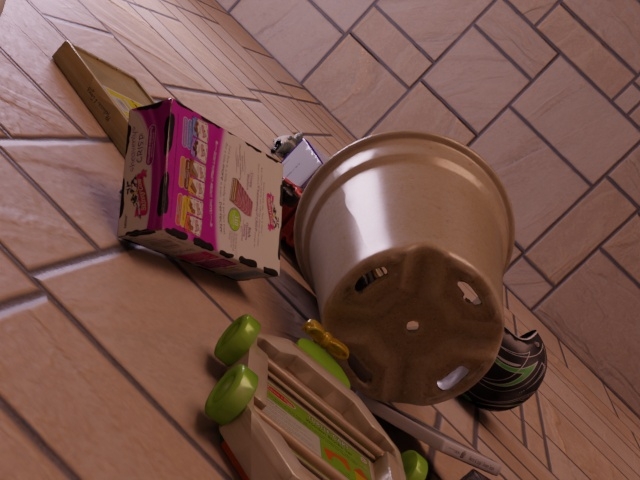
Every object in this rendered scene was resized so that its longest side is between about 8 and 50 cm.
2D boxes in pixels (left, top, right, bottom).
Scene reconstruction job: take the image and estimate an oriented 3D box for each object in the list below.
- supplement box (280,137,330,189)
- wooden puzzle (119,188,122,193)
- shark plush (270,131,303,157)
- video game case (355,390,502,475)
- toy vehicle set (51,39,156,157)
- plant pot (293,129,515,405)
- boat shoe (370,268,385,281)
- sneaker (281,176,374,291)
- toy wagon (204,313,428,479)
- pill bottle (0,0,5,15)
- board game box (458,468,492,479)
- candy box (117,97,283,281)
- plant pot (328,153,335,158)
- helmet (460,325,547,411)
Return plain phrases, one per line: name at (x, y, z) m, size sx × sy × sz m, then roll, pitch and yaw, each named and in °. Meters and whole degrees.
supplement box at (0.019, -0.086, 1.806) m, size 0.220 × 0.111 × 0.114 m, roll 34°, pitch 16°, yaw -38°
wooden puzzle at (-0.206, -0.042, 1.155) m, size 0.078 × 0.014 × 0.116 m, roll 46°, pitch 13°, yaw 11°
shark plush at (-0.072, -0.211, 2.079) m, size 0.161 × 0.073 × 0.067 m, roll -31°, pitch 106°, yaw -82°
video game case at (0.136, 0.247, 1.154) m, size 0.157 × 0.019 × 0.143 m, roll 23°, pitch -7°, yaw 46°
toy vehicle set at (-0.274, -0.178, 1.336) m, size 0.267 × 0.035 × 0.166 m, roll 51°, pitch 13°, yaw 27°
plant pot at (0.121, 0.052, 1.222) m, size 0.334 × 0.334 × 0.305 m, roll 41°, pitch 18°, yaw -14°
boat shoe at (0.089, 0.064, 1.685) m, size 0.152 × 0.056 × 0.049 m, roll 54°, pitch 7°, yaw 1°
sneaker at (0.000, 0.000, 1.488) m, size 0.276 × 0.097 × 0.135 m, roll 47°, pitch 14°, yaw 18°
toy wagon at (0.001, 0.189, 0.932) m, size 0.267 × 0.068 × 0.344 m, roll 41°, pitch 12°, yaw -14°
pill bottle at (-0.446, -0.290, 0.967) m, size 0.186 × 0.112 × 0.112 m, roll 30°, pitch 19°, yaw -48°
board game box at (0.244, 0.379, 1.106) m, size 0.194 × 0.060 × 0.194 m, roll 40°, pitch 13°, yaw -15°
candy box at (-0.137, -0.052, 1.095) m, size 0.233 × 0.071 × 0.159 m, roll 27°, pitch 60°, yaw -54°
plant pot at (0.028, -0.125, 1.984) m, size 0.134 × 0.134 × 0.095 m, roll 39°, pitch -14°, yaw -24°
helmet at (0.317, 0.221, 1.602) m, size 0.161 × 0.169 × 0.169 m, roll 26°, pitch 13°, yaw 0°
